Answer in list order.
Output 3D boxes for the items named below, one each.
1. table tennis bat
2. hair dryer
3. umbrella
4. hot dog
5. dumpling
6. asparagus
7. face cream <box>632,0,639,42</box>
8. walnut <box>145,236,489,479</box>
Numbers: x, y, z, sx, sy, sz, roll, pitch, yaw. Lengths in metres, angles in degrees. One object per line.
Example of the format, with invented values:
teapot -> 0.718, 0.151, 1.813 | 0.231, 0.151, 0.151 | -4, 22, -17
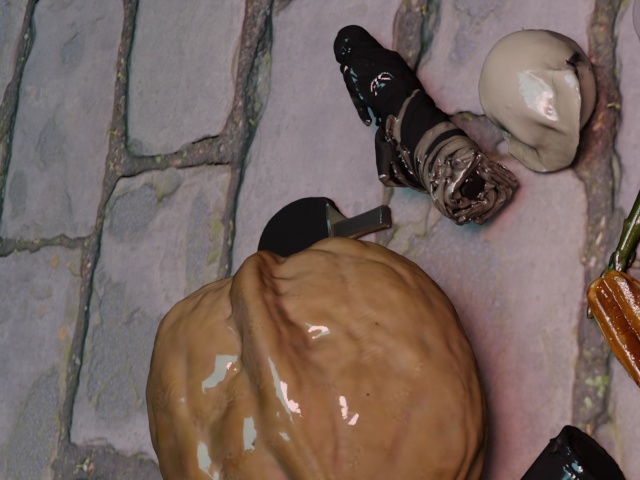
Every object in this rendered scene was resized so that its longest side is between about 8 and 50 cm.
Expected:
table tennis bat -> 0.000, 0.000, 1.596 | 0.220, 0.019, 0.130 | -20, 66, 38
hair dryer -> 0.263, 0.336, 1.219 | 0.197, 0.089, 0.251 | -53, 55, 16
umbrella -> 0.100, -0.141, 1.496 | 0.106, 0.113, 0.358 | -54, 42, 20
hot dog -> 0.318, 0.095, 1.255 | 0.062, 0.038, 0.144 | -34, 68, 17
dumpling -> 0.233, -0.156, 1.392 | 0.176, 0.092, 0.150 | 30, 112, 38
asparagus -> 0.328, -0.025, 1.298 | 0.027, 0.034, 0.236 | 26, 98, 25
face cream -> 0.379, -0.222, 1.264 | 0.117, 0.104, 0.117 | -15, 67, 39
walnut -> -0.003, 0.179, 1.341 | 0.381, 0.381, 0.381 | -14, 68, 39
